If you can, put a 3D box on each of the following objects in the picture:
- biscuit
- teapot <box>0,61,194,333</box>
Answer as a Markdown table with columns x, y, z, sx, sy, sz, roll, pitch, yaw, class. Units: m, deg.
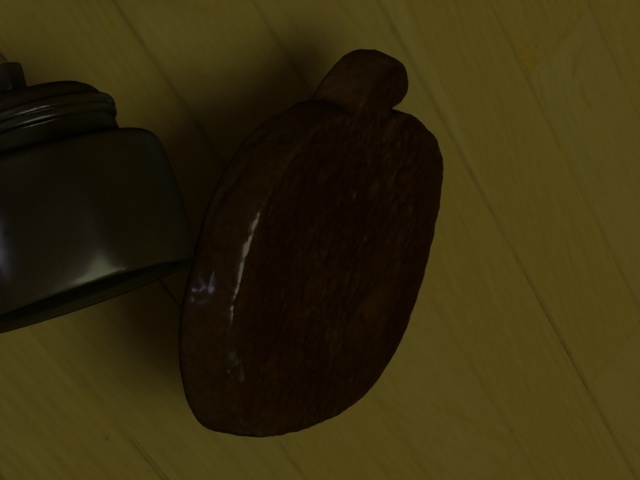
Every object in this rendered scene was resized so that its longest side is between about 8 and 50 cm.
| x | y | z | sx | sy | sz | roll | pitch | yaw | class |
| --- | --- | --- | --- | --- | --- | --- | --- | --- | --- |
| -0.001 | 0.000 | 1.402 | 0.367 | 0.063 | 0.314 | -6 | 109 | -63 | biscuit |
| -0.191 | -0.039 | 1.229 | 0.267 | 0.185 | 0.175 | -6 | 79 | -70 | teapot |
